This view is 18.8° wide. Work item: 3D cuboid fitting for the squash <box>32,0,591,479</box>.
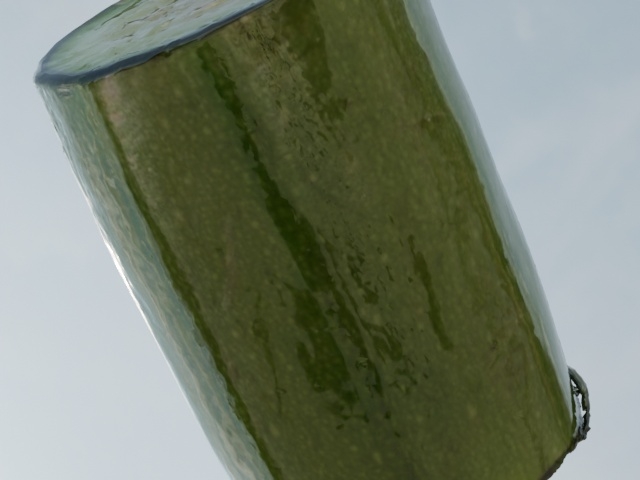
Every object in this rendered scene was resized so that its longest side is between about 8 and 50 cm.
[{"bbox_3d":[0.000,0.000,1.305,0.263,0.263,0.384,-27,-70,-7],"label":"squash"}]
